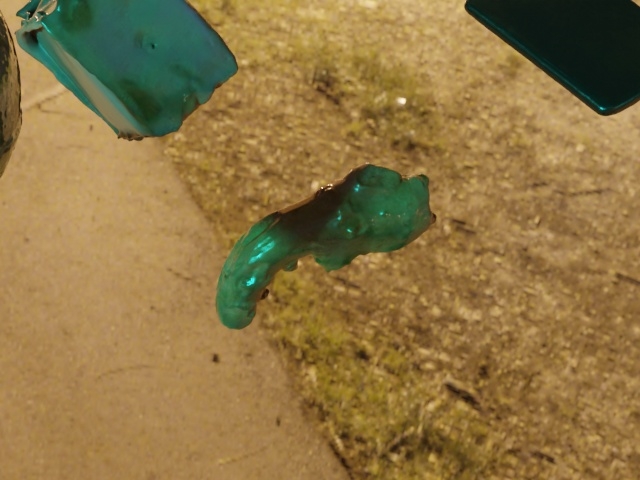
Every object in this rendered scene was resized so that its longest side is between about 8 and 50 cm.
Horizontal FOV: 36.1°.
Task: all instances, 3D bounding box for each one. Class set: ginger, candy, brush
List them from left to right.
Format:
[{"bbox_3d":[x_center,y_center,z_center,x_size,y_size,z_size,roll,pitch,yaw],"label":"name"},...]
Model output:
[{"bbox_3d":[-0.208,-0.203,1.036,0.195,0.137,0.185,45,-15,-22],"label":"candy"},{"bbox_3d":[-0.002,-0.002,0.675,0.173,0.069,0.051,-24,42,6],"label":"ginger"},{"bbox_3d":[0.085,-0.132,0.478,0.063,0.016,0.193,-39,72,-22],"label":"brush"}]

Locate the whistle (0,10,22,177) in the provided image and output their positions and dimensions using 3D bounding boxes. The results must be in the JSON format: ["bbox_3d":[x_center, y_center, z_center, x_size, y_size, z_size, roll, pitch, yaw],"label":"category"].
[{"bbox_3d":[-0.186,-0.044,0.397,0.163,0.163,0.290,-12,45,-38],"label":"whistle"}]
